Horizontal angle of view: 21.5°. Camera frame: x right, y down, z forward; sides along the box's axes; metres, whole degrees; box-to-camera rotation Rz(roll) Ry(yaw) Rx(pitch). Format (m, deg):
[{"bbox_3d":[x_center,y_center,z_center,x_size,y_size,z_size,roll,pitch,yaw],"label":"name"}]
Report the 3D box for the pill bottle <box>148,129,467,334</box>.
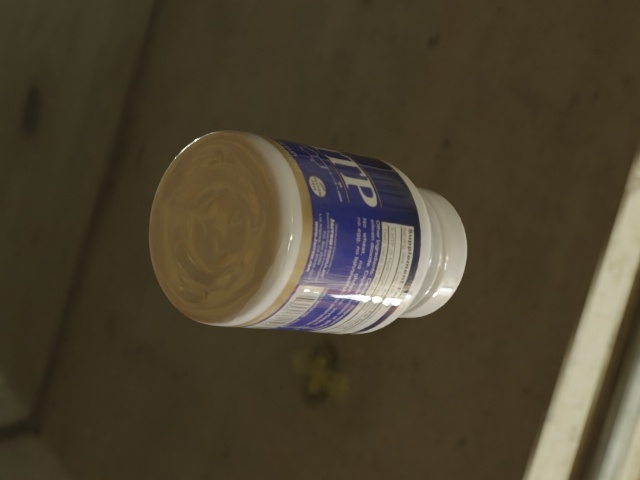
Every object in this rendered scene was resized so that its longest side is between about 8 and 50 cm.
[{"bbox_3d":[0.000,0.000,1.004,0.112,0.112,0.186,23,-170,39],"label":"pill bottle"}]
